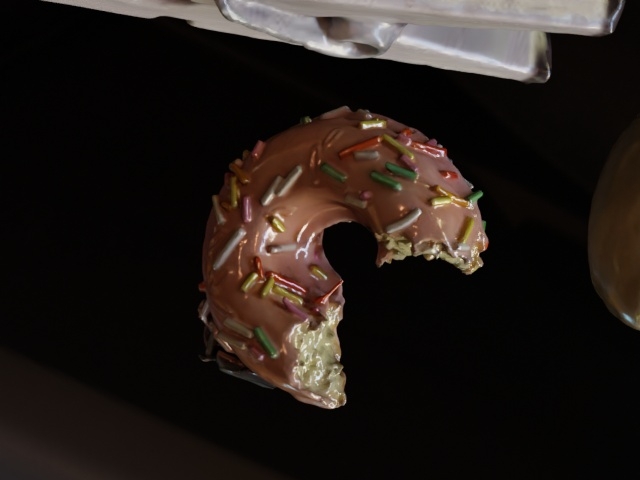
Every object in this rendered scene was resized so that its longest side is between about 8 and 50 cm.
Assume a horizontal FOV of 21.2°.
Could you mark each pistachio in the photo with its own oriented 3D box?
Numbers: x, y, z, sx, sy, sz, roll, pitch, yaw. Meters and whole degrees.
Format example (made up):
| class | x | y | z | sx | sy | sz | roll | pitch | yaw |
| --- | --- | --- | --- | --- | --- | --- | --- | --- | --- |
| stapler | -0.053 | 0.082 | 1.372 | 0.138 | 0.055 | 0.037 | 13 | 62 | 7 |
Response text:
| class | x | y | z | sx | sy | sz | roll | pitch | yaw |
| --- | --- | --- | --- | --- | --- | --- | --- | --- | --- |
| pistachio | 0.261 | -0.013 | 1.298 | 0.126 | 0.108 | 0.185 | 7 | 104 | 59 |

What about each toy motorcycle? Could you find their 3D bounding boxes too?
| class | x | y | z | sx | sy | sz | roll | pitch | yaw |
| --- | --- | --- | --- | --- | --- | --- | --- | --- | --- |
| toy motorcycle | -0.082 | 0.098 | 1.782 | 0.118 | 0.084 | 0.212 | 26 | 172 | 16 |

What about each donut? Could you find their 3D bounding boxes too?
| class | x | y | z | sx | sy | sz | roll | pitch | yaw |
| --- | --- | --- | --- | --- | --- | --- | --- | --- | --- |
| donut | 0.000 | 0.000 | 1.307 | 0.233 | 0.085 | 0.199 | -48 | 68 | 15 |

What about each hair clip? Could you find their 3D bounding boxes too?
| class | x | y | z | sx | sy | sz | roll | pitch | yaw |
| --- | --- | --- | --- | --- | --- | --- | --- | --- | --- |
| hair clip | -0.008 | -0.139 | 0.873 | 0.331 | 0.085 | 0.101 | 3 | 178 | -23 |
